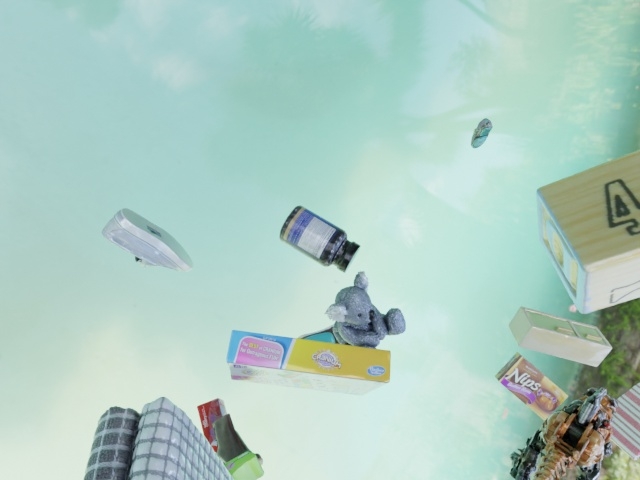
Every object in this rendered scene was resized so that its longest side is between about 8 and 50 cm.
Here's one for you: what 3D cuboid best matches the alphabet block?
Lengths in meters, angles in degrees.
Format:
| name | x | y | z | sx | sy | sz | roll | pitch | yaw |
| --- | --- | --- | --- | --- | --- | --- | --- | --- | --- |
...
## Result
| name | x | y | z | sx | sy | sz | roll | pitch | yaw |
| --- | --- | --- | --- | --- | --- | --- | --- | --- | --- |
| alphabet block | 0.525 | -0.011 | 0.835 | 0.192 | 0.197 | 0.193 | 52 | 21 | -52 |

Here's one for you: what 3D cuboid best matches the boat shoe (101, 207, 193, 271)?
| name | x | y | z | sx | sy | sz | roll | pitch | yaw |
| --- | --- | --- | --- | --- | --- | --- | --- | --- | --- |
| boat shoe | -0.376 | 0.016 | 1.022 | 0.081 | 0.079 | 0.227 | -37 | 139 | 6 |

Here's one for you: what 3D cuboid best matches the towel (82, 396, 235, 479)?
| name | x | y | z | sx | sy | sz | roll | pitch | yaw |
| --- | --- | --- | --- | --- | --- | --- | --- | --- | --- |
| towel | -0.174 | 0.353 | 0.530 | 0.235 | 0.121 | 0.283 | -103 | 178 | -50 |

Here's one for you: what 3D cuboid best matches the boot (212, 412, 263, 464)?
| name | x | y | z | sx | sy | sz | roll | pitch | yaw |
| --- | --- | --- | --- | --- | --- | --- | --- | --- | --- |
| boot | -0.300 | 0.705 | 1.618 | 0.090 | 0.248 | 0.206 | -3 | 62 | -41 |

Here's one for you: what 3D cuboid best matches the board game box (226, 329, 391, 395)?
| name | x | y | z | sx | sy | sz | roll | pitch | yaw |
| --- | --- | --- | --- | --- | --- | --- | --- | --- | --- |
| board game box | -0.034 | 0.270 | 1.000 | 0.242 | 0.317 | 0.064 | 109 | -11 | -65 |

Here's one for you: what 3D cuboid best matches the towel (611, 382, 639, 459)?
| name | x | y | z | sx | sy | sz | roll | pitch | yaw |
| --- | --- | --- | --- | --- | --- | --- | --- | --- | --- |
| towel | 0.850 | 0.471 | 1.235 | 0.197 | 0.144 | 0.029 | -40 | 114 | 4 |

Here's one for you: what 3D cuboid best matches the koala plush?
| name | x | y | z | sx | sy | sz | roll | pitch | yaw |
| --- | --- | --- | --- | --- | --- | --- | --- | --- | --- |
| koala plush | 0.104 | 0.214 | 1.357 | 0.196 | 0.203 | 0.221 | -46 | 133 | -22 |

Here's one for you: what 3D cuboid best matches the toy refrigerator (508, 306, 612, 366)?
| name | x | y | z | sx | sy | sz | roll | pitch | yaw |
| --- | --- | --- | --- | --- | --- | --- | --- | --- | --- |
| toy refrigerator | 0.743 | 0.295 | 1.451 | 0.102 | 0.270 | 0.094 | -85 | -167 | -61 |

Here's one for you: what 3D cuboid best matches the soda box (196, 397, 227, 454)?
| name | x | y | z | sx | sy | sz | roll | pitch | yaw |
| --- | --- | --- | --- | --- | --- | --- | --- | --- | --- |
| soda box | -0.389 | 0.749 | 1.785 | 0.092 | 0.263 | 0.083 | -21 | 154 | -2 |

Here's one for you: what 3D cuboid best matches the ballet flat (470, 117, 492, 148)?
| name | x | y | z | sx | sy | sz | roll | pitch | yaw |
| --- | --- | --- | --- | --- | --- | --- | --- | --- | --- |
| ballet flat | 0.413 | -0.279 | 1.201 | 0.114 | 0.041 | 0.041 | 84 | 31 | -74 |

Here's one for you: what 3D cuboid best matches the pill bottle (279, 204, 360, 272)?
| name | x | y | z | sx | sy | sz | roll | pitch | yaw |
| --- | --- | --- | --- | --- | --- | --- | --- | --- | --- |
| pill bottle | 0.000 | 0.000 | 1.357 | 0.123 | 0.219 | 0.123 | -58 | 172 | -12 |

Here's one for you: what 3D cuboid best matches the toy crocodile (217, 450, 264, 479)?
| name | x | y | z | sx | sy | sz | roll | pitch | yaw |
| --- | --- | --- | --- | --- | --- | --- | --- | --- | --- |
| toy crocodile | -0.293 | 0.594 | 1.065 | 0.341 | 0.105 | 0.115 | -20 | 108 | -14 |

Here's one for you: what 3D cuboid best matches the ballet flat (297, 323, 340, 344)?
| name | x | y | z | sx | sy | sz | roll | pitch | yaw |
| --- | --- | --- | --- | --- | --- | --- | --- | --- | --- |
| ballet flat | 0.046 | 0.416 | 1.924 | 0.400 | 0.139 | 0.139 | -4 | 108 | -34 |

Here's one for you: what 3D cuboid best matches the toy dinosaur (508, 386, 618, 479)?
| name | x | y | z | sx | sy | sz | roll | pitch | yaw |
| --- | --- | --- | --- | --- | --- | --- | --- | --- | --- |
| toy dinosaur | 0.438 | 0.372 | 0.844 | 0.322 | 0.164 | 0.218 | 1 | 115 | -26 |

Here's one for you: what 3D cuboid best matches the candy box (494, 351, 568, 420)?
| name | x | y | z | sx | sy | sz | roll | pitch | yaw |
| --- | --- | --- | --- | --- | --- | --- | --- | --- | --- |
| candy box | 0.653 | 0.451 | 1.450 | 0.109 | 0.187 | 0.053 | -49 | 179 | 6 |
